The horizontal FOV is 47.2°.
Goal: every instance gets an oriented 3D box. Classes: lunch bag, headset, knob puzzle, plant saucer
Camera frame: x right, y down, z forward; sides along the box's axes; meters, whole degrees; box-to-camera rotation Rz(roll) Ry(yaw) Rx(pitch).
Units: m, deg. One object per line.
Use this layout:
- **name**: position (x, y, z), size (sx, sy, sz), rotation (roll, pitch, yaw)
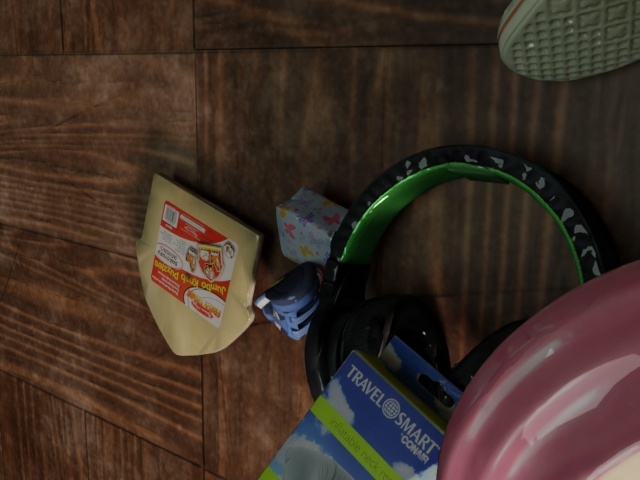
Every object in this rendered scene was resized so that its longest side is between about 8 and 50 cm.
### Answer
- **lunch bag**: position (0.000, 0.000, 0.695), size (0.071, 0.053, 0.083), rotation (29, 142, 31)
- **headset**: position (0.083, 0.120, 0.568), size (0.244, 0.185, 0.393), rotation (11, 94, 38)
- **knob puzzle**: position (-0.139, 0.043, 0.832), size (0.213, 0.030, 0.213), rotation (9, 105, 37)
- **plant saucer**: position (0.233, 0.160, 0.406), size (0.332, 0.084, 0.332), rotation (2, 117, 4)

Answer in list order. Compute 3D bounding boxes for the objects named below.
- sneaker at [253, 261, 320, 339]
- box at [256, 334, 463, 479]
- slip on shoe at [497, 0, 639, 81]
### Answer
- **sneaker**: position (-0.021, 0.060, 0.698), size (0.059, 0.053, 0.144), rotation (52, 166, 0)
- **box**: position (0.027, 0.163, 0.506), size (0.109, 0.042, 0.178), rotation (39, 96, 35)
- **slip on shoe**: position (0.232, -0.226, 0.438), size (0.331, 0.123, 0.101), rotation (-50, 36, 39)
